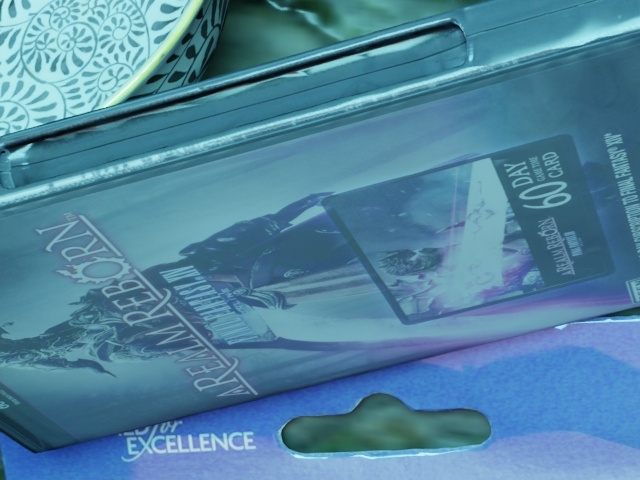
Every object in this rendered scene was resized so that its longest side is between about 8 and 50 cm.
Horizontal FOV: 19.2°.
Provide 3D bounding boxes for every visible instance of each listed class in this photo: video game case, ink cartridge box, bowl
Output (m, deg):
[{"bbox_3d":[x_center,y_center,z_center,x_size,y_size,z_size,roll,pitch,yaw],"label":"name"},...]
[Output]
[{"bbox_3d":[0.000,0.000,0.577,0.274,0.196,0.026,-15,65,9],"label":"video game case"},{"bbox_3d":[0.033,0.185,0.693,0.303,0.072,0.307,-4,110,12],"label":"ink cartridge box"},{"bbox_3d":[-0.093,-0.072,0.607,0.170,0.170,0.080,-14,149,14],"label":"bowl"}]
